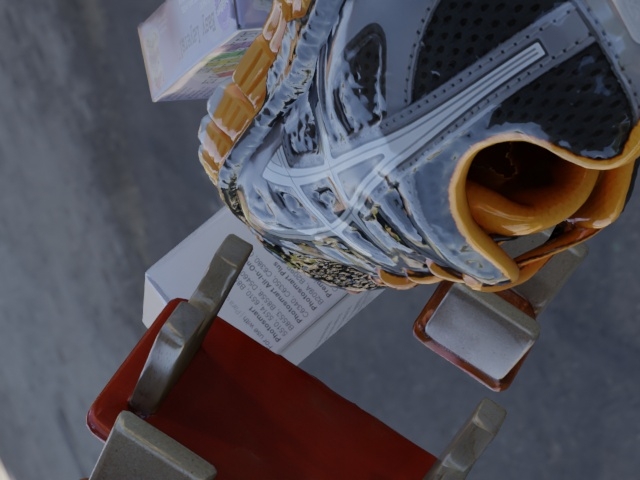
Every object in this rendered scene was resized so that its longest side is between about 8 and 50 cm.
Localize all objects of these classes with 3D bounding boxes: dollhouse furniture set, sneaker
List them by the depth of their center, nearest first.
[{"bbox_3d":[0.028,-0.023,0.400,0.083,0.084,0.215,56,167,13],"label":"sneaker"},{"bbox_3d":[0.030,0.116,0.725,0.259,0.262,0.135,33,139,3],"label":"dollhouse furniture set"}]

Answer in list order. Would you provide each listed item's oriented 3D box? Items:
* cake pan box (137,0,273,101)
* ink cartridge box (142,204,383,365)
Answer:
[{"bbox_3d":[0.022,-0.158,1.240,0.267,0.246,0.070,161,101,-70],"label":"cake pan box"},{"bbox_3d":[0.000,0.000,1.007,0.086,0.203,0.148,49,167,6],"label":"ink cartridge box"}]
